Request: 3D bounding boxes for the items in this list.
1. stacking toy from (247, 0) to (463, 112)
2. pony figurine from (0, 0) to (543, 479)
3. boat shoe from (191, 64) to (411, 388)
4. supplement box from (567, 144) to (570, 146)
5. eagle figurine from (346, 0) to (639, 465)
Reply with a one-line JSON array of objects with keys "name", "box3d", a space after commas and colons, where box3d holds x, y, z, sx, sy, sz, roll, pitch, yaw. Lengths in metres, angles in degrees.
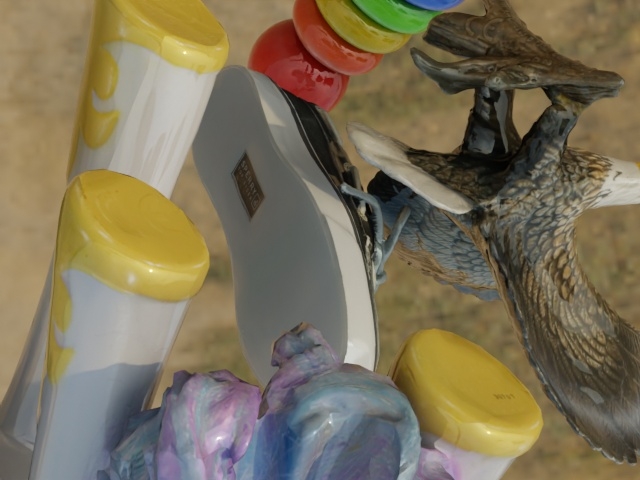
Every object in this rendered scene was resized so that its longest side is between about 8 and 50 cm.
[{"name": "stacking toy", "box3d": [0.050, -0.215, 1.617, 0.141, 0.141, 0.330, 18, 137, -35]}, {"name": "pony figurine", "box3d": [-0.089, 0.145, 0.609, 0.303, 0.351, 0.363, 4, 126, -43]}, {"name": "boat shoe", "box3d": [-0.002, 0.003, 1.304, 0.105, 0.306, 0.113, 17, 118, -31]}, {"name": "supplement box", "box3d": [0.194, -0.055, 1.614, 0.036, 0.062, 0.098, -32, 178, 12]}, {"name": "eagle figurine", "box3d": [0.138, -0.005, 1.314, 0.225, 0.226, 0.298, 9, 127, 11]}]
